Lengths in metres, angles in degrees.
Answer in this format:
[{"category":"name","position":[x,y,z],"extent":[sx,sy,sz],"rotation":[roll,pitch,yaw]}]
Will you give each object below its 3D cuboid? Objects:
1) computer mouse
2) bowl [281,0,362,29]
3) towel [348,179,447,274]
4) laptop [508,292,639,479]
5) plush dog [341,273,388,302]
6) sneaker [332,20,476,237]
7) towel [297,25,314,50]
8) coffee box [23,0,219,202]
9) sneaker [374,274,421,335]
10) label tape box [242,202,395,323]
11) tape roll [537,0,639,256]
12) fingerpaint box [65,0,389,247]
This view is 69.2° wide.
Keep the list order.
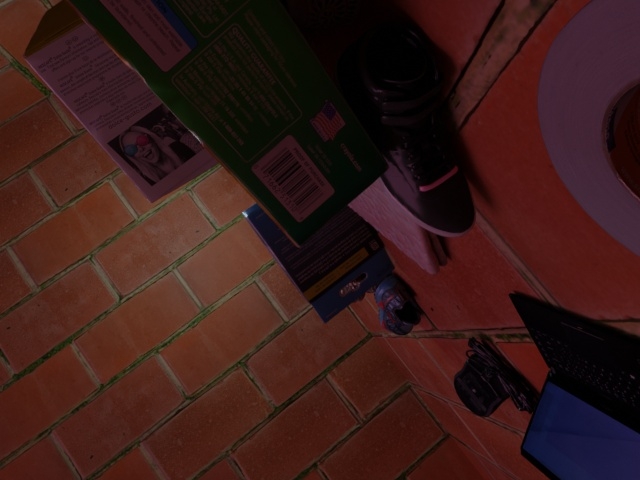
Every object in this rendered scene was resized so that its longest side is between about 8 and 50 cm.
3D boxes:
[{"category":"computer mouse","position":[0.394,0.328,1.075],"extent":[0.188,0.072,0.272],"rotation":[51,159,25]},{"category":"bowl","position":[-0.030,-0.338,0.597],"extent":[0.170,0.080,0.170],"rotation":[51,170,12]},{"category":"towel","position":[0.098,-0.119,0.883],"extent":[0.332,0.053,0.317],"rotation":[45,169,45]},{"category":"laptop","position":[0.357,0.240,0.660],"extent":[0.264,0.137,0.234],"rotation":[56,170,-18]},{"category":"plush dog","position":[0.106,0.091,1.402],"extent":[0.262,0.210,0.225],"rotation":[23,179,-43]},{"category":"sneaker","position":[0.115,-0.129,0.570],"extent":[0.295,0.105,0.147],"rotation":[58,176,-4]},{"category":"towel","position":[-0.110,-0.425,0.786],"extent":[0.282,0.049,0.187],"rotation":[57,170,-15]},{"category":"coffee box","position":[-0.310,-0.357,0.939],"extent":[0.334,0.338,0.337],"rotation":[60,180,-42]},{"category":"sneaker","position":[0.233,0.219,1.344],"extent":[0.125,0.104,0.262],"rotation":[42,167,42]},{"category":"label tape box","position":[0.000,0.000,1.209],"extent":[0.347,0.249,0.115],"rotation":[56,171,-18]},{"category":"tape roll","position":[0.242,-0.066,0.271],"extent":[0.219,0.072,0.219],"rotation":[52,171,11]},{"category":"fingerpaint box","position":[-0.153,-0.254,0.592],"extent":[0.445,0.163,0.371],"rotation":[49,180,-33]}]
